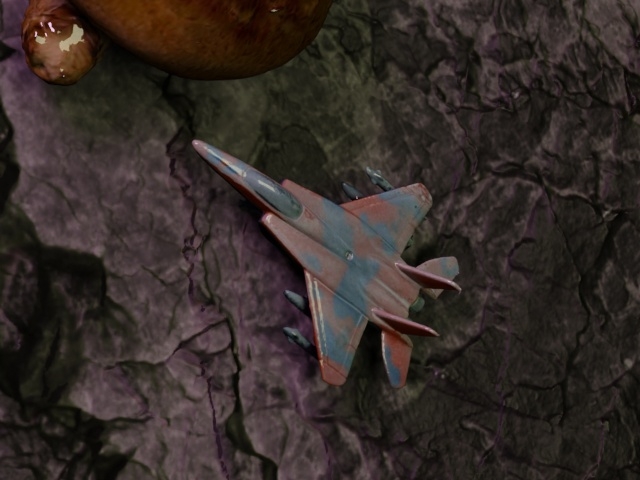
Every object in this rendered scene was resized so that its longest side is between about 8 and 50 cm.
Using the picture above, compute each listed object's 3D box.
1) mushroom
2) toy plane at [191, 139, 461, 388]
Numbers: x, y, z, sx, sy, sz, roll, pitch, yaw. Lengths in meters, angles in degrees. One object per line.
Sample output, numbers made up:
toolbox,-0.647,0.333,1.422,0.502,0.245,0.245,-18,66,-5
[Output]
mushroom,-0.120,-0.297,1.213,0.345,0.239,0.345,-11,103,-56
toy plane,-0.004,0.000,1.342,0.326,0.104,0.223,35,71,-22
